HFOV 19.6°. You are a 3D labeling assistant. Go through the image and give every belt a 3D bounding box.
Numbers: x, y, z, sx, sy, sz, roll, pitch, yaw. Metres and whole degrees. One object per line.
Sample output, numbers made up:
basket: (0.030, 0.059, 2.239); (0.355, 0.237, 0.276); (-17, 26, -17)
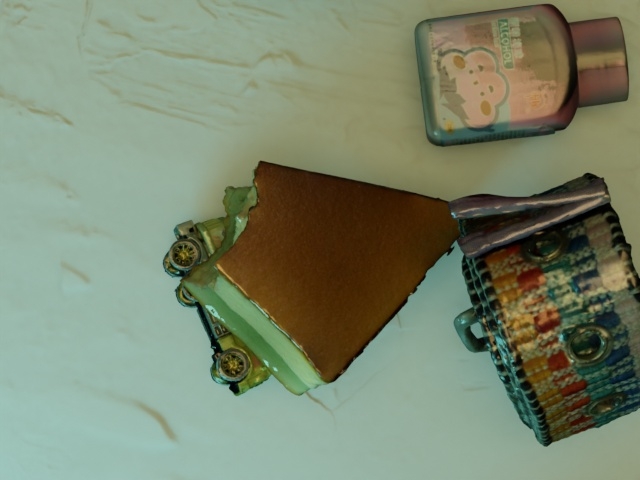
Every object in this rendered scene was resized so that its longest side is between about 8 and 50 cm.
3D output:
belt: (0.198, 0.064, 1.611); (0.160, 0.295, 0.207); (-20, 75, 5)

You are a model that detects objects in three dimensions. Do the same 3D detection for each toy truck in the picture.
toy truck: (-0.077, 0.053, 1.734); (0.100, 0.077, 0.169); (-23, 86, -11)

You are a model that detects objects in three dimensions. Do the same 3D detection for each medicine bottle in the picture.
medicine bottle: (0.185, -0.154, 1.707); (0.188, 0.094, 0.119); (-7, 88, 3)

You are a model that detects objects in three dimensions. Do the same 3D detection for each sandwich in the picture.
sandwich: (0.000, 0.000, 1.676); (0.186, 0.108, 0.220); (46, 67, -7)
